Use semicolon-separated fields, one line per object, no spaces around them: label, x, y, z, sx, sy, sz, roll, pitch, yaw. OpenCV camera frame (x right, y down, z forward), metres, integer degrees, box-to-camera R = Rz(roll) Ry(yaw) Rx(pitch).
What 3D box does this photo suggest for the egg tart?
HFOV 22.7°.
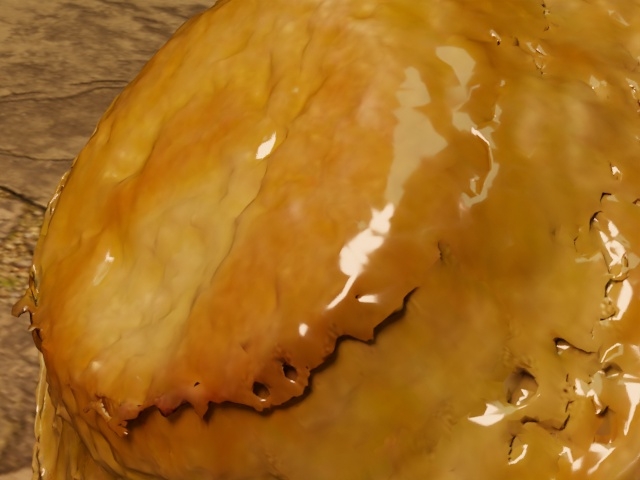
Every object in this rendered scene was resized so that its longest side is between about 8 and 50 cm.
egg tart;0.000;0.000;0.756;0.443;0.178;0.443;-23;48;28
